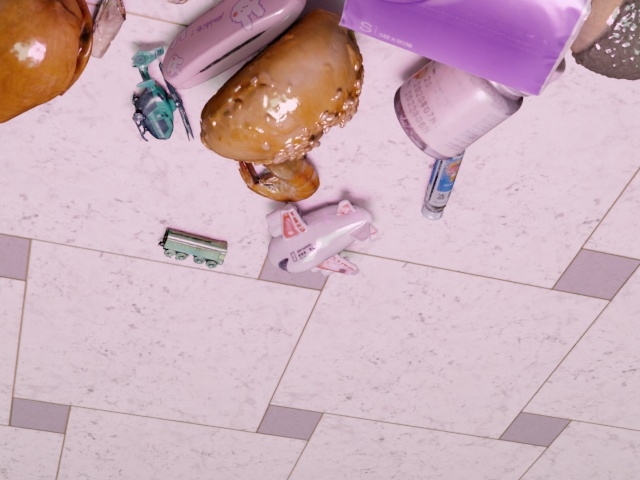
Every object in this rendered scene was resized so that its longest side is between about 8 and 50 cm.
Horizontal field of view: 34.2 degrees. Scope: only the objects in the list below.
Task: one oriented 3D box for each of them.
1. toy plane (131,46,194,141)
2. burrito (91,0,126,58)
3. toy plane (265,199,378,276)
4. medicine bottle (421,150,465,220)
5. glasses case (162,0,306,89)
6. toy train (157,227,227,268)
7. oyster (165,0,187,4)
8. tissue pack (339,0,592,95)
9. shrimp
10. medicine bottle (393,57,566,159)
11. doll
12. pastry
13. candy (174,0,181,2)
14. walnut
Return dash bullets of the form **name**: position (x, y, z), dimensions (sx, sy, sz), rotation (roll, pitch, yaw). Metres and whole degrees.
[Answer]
- **toy plane**: position (-0.301, -0.256, 1.900), dimensions (0.096, 0.060, 0.235), rotation (-13, 141, 3)
- **burrito**: position (-0.365, -0.372, 1.778), dimensions (0.055, 0.041, 0.149), rotation (28, 133, -11)
- **toy plane**: position (0.000, -0.003, 2.144), dimensions (0.252, 0.118, 0.252), rotation (0, 140, 0)
- **medicine bottle**: position (0.241, -0.119, 2.063), dimensions (0.051, 0.051, 0.191), rotation (5, 140, -6)
- **glasses case**: position (-0.148, -0.353, 1.747), dimensions (0.297, 0.113, 0.075), rotation (-27, 134, 27)
- **toy train**: position (-0.274, 0.017, 2.228), dimensions (0.148, 0.038, 0.071), rotation (14, 134, -15)
- **oyster**: position (-0.240, -0.431, 1.729), dimensions (0.054, 0.019, 0.083), rotation (4, 141, -2)
- **tissue pack**: position (0.221, -0.374, 1.511), dimensions (0.338, 0.160, 0.242), rotation (21, 146, 3)
- **shrimp**: position (-0.098, -0.145, 2.025), dimensions (0.150, 0.068, 0.248), rotation (-14, 143, 21)
- **medicine bottle**: position (0.272, -0.273, 1.801), dimensions (0.165, 0.165, 0.273), rotation (31, 129, -30)
- **doll**: position (0.540, -0.364, 1.656), dimensions (0.350, 0.247, 0.247), rotation (7, 139, -18)
- **pastry**: position (-0.054, -0.234, 1.749), dimensions (0.316, 0.284, 0.184), rotation (-33, 104, 34)
- **candy**: position (-0.150, -0.486, 1.562), dimensions (0.265, 0.155, 0.116), rotation (-24, 135, 26)
- **walnut**: position (-0.518, -0.308, 1.736), dimensions (0.209, 0.209, 0.336), rotation (31, 129, -31)
